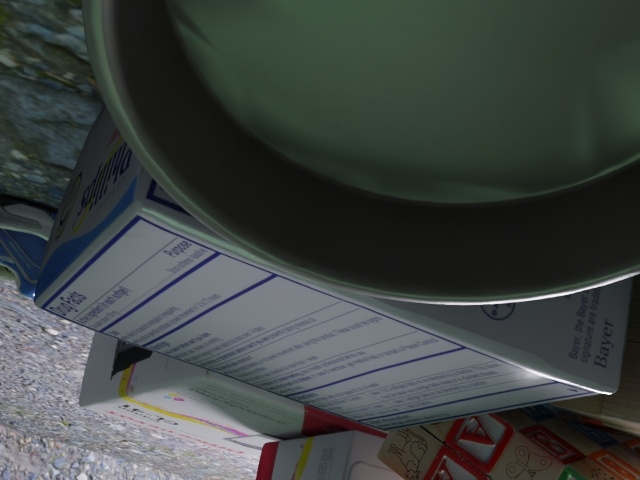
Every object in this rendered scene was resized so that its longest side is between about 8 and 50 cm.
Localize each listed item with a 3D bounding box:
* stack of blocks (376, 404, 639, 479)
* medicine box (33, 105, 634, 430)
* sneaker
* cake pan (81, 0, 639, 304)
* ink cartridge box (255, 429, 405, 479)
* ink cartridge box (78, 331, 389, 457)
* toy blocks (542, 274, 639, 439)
[{"bbox_3d":[0.200,0.177,0.881,0.171,0.087,0.297,34,-165,30],"label":"stack of blocks"},{"bbox_3d":[0.000,0.000,0.655,0.289,0.149,0.263,23,158,-19],"label":"medicine box"},{"bbox_3d":[-0.335,-0.006,0.963,0.211,0.081,0.080,13,161,8],"label":"sneaker"},{"bbox_3d":[0.059,-0.084,0.409,0.293,0.054,0.293,2,139,2],"label":"cake pan"},{"bbox_3d":[0.029,0.253,0.963,0.128,0.127,0.176,20,157,-23],"label":"ink cartridge box"},{"bbox_3d":[-0.077,0.128,1.061,0.226,0.131,0.306,24,155,-27],"label":"ink cartridge box"},{"bbox_3d":[0.285,0.105,0.737,0.381,0.190,0.261,20,171,-27],"label":"toy blocks"}]
